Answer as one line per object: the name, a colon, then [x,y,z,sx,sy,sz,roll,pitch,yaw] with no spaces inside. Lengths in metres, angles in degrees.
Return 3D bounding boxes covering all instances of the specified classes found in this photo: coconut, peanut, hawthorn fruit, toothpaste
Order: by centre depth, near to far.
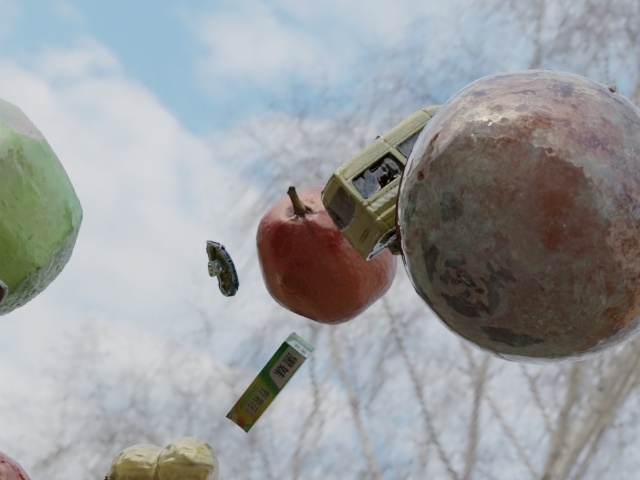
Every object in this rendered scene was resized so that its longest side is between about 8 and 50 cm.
coconut: [-0.466,-0.057,2.004,0.328,0.281,0.328,23,-34,17]
peanut: [-0.207,0.312,2.142,0.229,0.103,0.098,-19,-94,45]
hawthorn fruit: [0.000,0.000,2.156,0.196,0.196,0.225,14,-27,33]
toothpaste: [-0.074,0.207,2.354,0.043,0.037,0.178,40,-57,4]

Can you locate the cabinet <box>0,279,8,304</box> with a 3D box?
cabinet: [-0.444,0.050,1.525,0.215,0.175,0.148,38,-67,7]

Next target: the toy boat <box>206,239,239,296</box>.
toy boat: [-0.136,0.038,2.187,0.038,0.038,0.083,-15,-82,52]

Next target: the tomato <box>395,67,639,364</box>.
tomato: [0.231,-0.024,1.695,0.317,0.282,0.316,27,-42,27]

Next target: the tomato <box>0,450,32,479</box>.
tomato: [-0.404,0.319,1.826,0.187,0.187,0.151,32,-34,8]

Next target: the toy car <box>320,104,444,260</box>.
toy car: [0.126,-0.088,1.917,0.124,0.257,0.101,50,-25,9]
